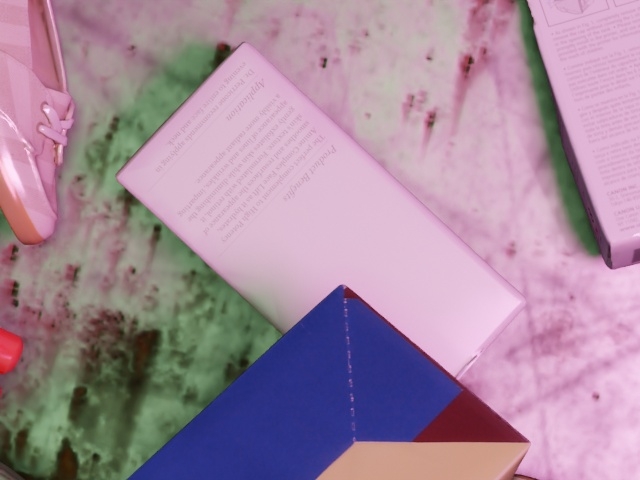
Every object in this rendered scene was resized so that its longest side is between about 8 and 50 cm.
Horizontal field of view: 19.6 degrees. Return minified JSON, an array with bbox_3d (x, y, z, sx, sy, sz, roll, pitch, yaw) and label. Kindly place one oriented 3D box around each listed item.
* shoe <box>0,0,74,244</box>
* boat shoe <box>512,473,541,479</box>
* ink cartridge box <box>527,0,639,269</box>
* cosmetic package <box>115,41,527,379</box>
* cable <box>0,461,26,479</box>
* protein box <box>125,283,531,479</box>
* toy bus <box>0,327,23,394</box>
[{"bbox_3d":[-0.183,-0.107,1.121,0.058,0.076,0.219,-12,86,5],"label":"shoe"},{"bbox_3d":[0.169,0.187,1.122,0.135,0.050,0.045,29,83,1],"label":"boat shoe"},{"bbox_3d":[0.231,-0.117,1.141,0.189,0.066,0.232,-16,67,0],"label":"ink cartridge box"},{"bbox_3d":[0.000,0.000,1.114,0.231,0.085,0.117,44,89,0],"label":"cosmetic package"},{"bbox_3d":[-0.260,0.243,1.107,0.257,0.089,0.257,-44,89,-1],"label":"cable"},{"bbox_3d":[-0.018,0.170,1.007,0.136,0.201,0.200,40,62,15],"label":"protein box"},{"bbox_3d":[-0.270,0.011,1.094,0.211,0.149,0.220,22,86,-12],"label":"toy bus"}]
